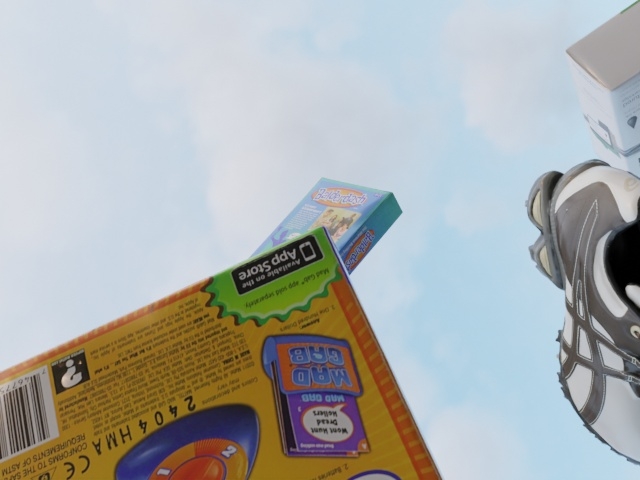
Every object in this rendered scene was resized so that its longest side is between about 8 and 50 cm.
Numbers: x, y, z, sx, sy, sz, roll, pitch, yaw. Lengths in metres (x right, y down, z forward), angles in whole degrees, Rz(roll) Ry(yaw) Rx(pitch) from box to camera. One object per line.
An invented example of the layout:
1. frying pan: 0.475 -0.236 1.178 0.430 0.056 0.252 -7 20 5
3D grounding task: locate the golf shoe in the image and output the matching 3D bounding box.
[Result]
1. golf shoe: 0.175 0.052 0.444 0.077 0.094 0.198 -28 -76 -10

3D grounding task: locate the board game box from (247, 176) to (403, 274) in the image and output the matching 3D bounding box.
1. board game box: 0.000 0.000 1.218 0.210 0.160 0.047 -49 -51 -21

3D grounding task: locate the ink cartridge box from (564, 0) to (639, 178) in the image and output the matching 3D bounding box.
1. ink cartridge box: 0.401 -0.181 0.962 0.219 0.160 0.092 47 -169 -50

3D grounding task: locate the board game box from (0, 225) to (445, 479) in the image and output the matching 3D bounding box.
1. board game box: -0.056 0.279 0.691 0.357 0.356 0.356 -24 -125 0
